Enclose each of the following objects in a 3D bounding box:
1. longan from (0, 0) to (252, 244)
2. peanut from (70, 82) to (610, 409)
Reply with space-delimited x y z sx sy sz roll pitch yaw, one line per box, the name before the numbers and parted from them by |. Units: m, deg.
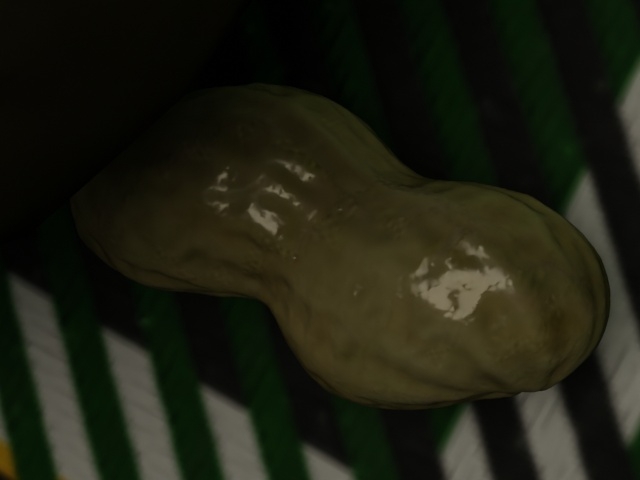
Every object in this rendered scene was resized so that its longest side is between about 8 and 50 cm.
longan | -0.190 -0.162 0.530 0.404 0.404 0.436 10 65 20
peanut | 0.000 0.000 0.616 0.187 0.082 0.082 26 94 20
